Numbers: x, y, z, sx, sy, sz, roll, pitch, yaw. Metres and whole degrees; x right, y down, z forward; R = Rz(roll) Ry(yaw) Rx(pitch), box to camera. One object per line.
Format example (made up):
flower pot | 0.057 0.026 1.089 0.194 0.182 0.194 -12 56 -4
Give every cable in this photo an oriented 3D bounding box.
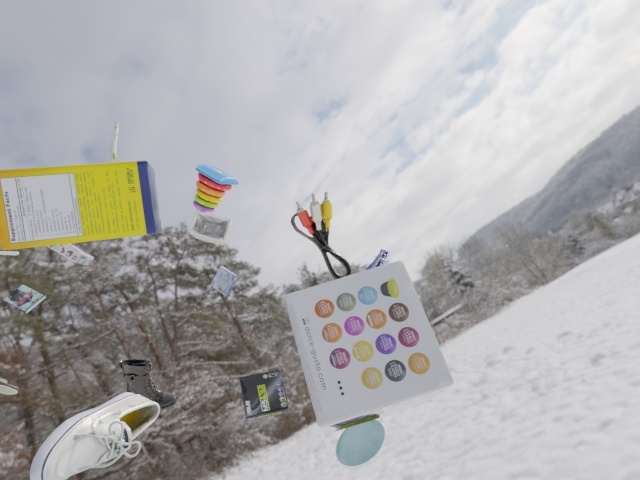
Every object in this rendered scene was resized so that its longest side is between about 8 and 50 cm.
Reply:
cable | 0.000 0.000 1.340 0.140 0.286 0.072 -19 0 0

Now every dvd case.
dvd case | -1.125 0.221 1.663 0.087 0.120 0.013 -54 -20 -41

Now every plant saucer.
plant saucer | 0.135 0.705 1.547 0.195 0.194 0.037 -31 25 -12

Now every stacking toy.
stacking toy | -0.526 -0.188 2.034 0.301 0.166 0.175 -64 -16 15

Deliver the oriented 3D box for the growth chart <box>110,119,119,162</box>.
growth chart | -0.824 -0.390 1.750 0.021 0.237 0.171 6 -70 -26

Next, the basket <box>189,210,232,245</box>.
basket | -0.487 -0.051 1.967 0.103 0.168 0.113 109 176 -75

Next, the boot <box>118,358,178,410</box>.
boot | -0.778 0.644 1.977 0.091 0.264 0.228 -90 6 -70

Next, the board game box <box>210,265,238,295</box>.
board game box | -0.382 0.160 1.733 0.090 0.090 0.020 -61 -27 1

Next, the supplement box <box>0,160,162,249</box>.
supplement box | -0.626 -0.095 1.164 0.357 0.193 0.195 -7 4 -16

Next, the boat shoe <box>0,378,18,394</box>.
boat shoe | -1.139 0.506 1.548 0.049 0.137 0.043 -55 21 27

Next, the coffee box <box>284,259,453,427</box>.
coffee box | 0.121 0.306 1.209 0.335 0.337 0.338 -16 -27 -3

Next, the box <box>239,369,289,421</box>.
box | -0.247 0.668 1.897 0.185 0.190 0.045 -5 -44 -17

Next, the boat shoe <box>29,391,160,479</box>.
boat shoe | -0.543 0.514 1.135 0.157 0.135 0.367 5 3 14

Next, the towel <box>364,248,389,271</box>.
towel | 0.146 0.183 1.680 0.243 0.040 0.336 -54 -3 37

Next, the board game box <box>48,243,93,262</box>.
board game box | -1.187 0.040 2.046 0.053 0.193 0.305 -59 13 -15

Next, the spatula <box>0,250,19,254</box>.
spatula | -0.975 0.006 1.237 0.168 0.019 0.242 -32 -23 35
